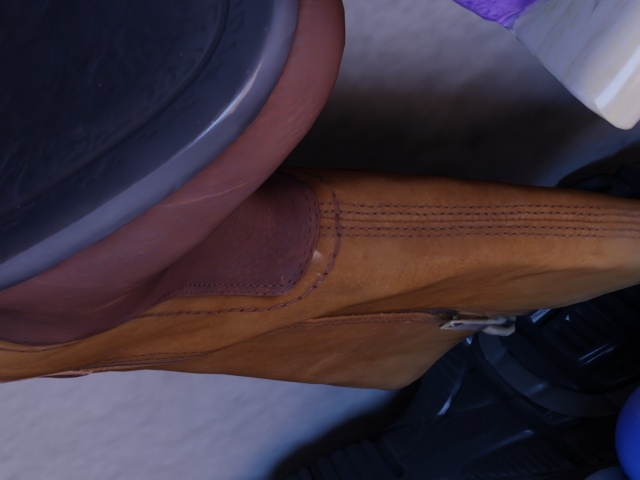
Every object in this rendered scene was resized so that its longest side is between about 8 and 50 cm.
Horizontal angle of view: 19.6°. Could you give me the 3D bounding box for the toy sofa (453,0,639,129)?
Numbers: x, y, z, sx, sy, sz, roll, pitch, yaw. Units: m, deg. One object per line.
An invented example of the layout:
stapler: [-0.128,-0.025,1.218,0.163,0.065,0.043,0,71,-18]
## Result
toy sofa: [-0.005,-0.146,0.377,0.362,0.177,0.150,22,112,-44]

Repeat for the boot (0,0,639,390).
boot: [0.000,0.000,0.490,0.280,0.096,0.264,8,153,-37]

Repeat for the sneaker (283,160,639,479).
sneaker: [0.082,0.081,0.702,0.286,0.109,0.130,-41,150,8]

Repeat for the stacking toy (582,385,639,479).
stacking toy: [0.157,0.034,0.556,0.141,0.141,0.330,13,102,-41]
